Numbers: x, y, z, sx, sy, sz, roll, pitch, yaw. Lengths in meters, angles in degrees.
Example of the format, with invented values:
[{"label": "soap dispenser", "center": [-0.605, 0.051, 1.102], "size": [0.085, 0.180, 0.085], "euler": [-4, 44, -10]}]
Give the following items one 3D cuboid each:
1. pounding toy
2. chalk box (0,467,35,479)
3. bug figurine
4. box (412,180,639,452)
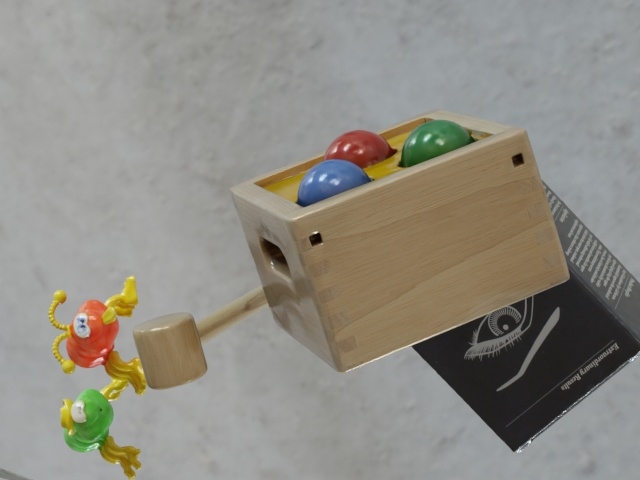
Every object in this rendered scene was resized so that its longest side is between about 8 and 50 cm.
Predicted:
[{"label": "pounding toy", "center": [-0.008, 0.001, 0.910], "size": [0.181, 0.206, 0.094], "euler": [-152, 42, -71]}, {"label": "chalk box", "center": [-0.316, 0.188, 1.025], "size": [0.289, 0.179, 0.180], "euler": [21, 175, -5]}, {"label": "bug figurine", "center": [-0.164, 0.179, 1.332], "size": [0.216, 0.072, 0.279], "euler": [115, 147, -64]}, {"label": "box", "center": [0.155, 0.044, 1.444], "size": [0.207, 0.108, 0.153], "euler": [47, 115, -2]}]
